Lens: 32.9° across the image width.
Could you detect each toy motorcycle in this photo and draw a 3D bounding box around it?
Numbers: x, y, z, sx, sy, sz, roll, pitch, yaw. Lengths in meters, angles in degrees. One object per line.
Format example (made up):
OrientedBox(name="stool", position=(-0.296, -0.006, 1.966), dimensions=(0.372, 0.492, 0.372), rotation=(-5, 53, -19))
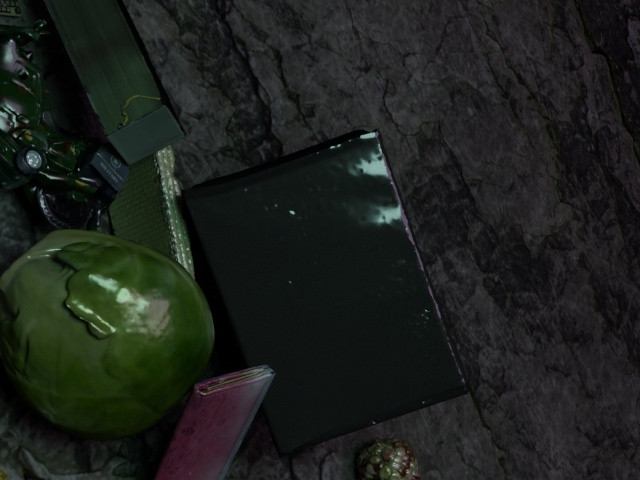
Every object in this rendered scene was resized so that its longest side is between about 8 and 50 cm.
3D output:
OrientedBox(name="toy motorcycle", position=(-0.329, -0.139, 1.240), dimensions=(0.274, 0.125, 0.187), rotation=(52, 40, -30))

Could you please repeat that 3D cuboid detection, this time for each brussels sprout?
OrientedBox(name="brussels sprout", position=(-0.239, 0.099, 1.192), dimensions=(0.244, 0.244, 0.244), rotation=(16, 66, -43))

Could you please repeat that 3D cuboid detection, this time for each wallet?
OrientedBox(name="wallet", position=(-0.139, 0.247, 1.271), dimensions=(0.119, 0.232, 0.025), rotation=(-10, 44, -48))

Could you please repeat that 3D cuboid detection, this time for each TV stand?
OrientedBox(name="TV stand", position=(-0.253, -0.227, 1.280), dimensions=(0.269, 0.083, 0.088), rotation=(63, -2, 21))

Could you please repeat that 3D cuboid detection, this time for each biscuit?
OrientedBox(name="biscuit", position=(-0.214, -0.032, 1.325), dimensions=(0.040, 0.121, 0.199), rotation=(-4, 81, -48))

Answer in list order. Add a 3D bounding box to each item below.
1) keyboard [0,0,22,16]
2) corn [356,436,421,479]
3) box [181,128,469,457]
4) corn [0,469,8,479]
OrientedBox(name="keyboard", position=(-0.412, -0.290, 1.273), dimensions=(0.129, 0.015, 0.049), rotation=(-5, 82, -47))
OrientedBox(name="corn", position=(0.112, 0.420, 1.562), dimensions=(0.092, 0.092, 0.280), rotation=(-8, 88, -47))
OrientedBox(name="box", position=(0.004, 0.053, 1.373), dimensions=(0.204, 0.251, 0.345), rotation=(-112, -177, -82))
OrientedBox(name="corn", position=(-0.363, 0.339, 1.086), dimensions=(0.080, 0.080, 0.238), rotation=(28, 61, -38))
